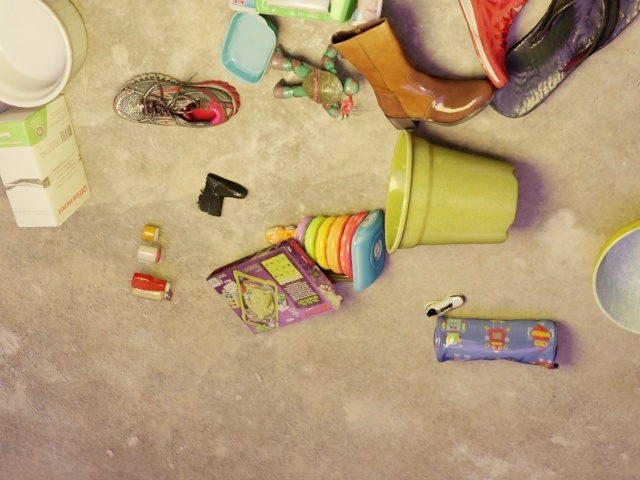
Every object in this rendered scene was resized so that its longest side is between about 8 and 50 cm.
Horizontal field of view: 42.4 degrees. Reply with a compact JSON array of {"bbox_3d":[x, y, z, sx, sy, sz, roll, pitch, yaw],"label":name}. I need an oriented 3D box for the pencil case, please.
[{"bbox_3d":[0.434,0.250,2.040,0.306,0.133,0.119,2,77,12],"label":"pencil case"}]

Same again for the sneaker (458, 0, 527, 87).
[{"bbox_3d":[0.368,-0.430,1.669,0.128,0.087,0.221,-21,89,18],"label":"sneaker"}]

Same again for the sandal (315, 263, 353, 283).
[{"bbox_3d":[0.033,0.072,2.068,0.219,0.090,0.060,7,142,2],"label":"sandal"}]

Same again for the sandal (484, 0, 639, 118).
[{"bbox_3d":[0.505,-0.416,1.660,0.168,0.107,0.445,33,121,-6],"label":"sandal"}]

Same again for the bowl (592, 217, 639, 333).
[{"bbox_3d":[0.749,0.052,1.834,0.290,0.156,0.289,6,119,11],"label":"bowl"}]

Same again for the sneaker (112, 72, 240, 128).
[{"bbox_3d":[-0.344,-0.318,1.911,0.299,0.112,0.120,0,118,14],"label":"sneaker"}]

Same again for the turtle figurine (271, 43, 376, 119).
[{"bbox_3d":[0.009,-0.350,1.813,0.234,0.118,0.175,12,110,18],"label":"turtle figurine"}]

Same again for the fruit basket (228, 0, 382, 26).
[{"bbox_3d":[-0.021,-0.617,1.643,0.327,0.165,0.353,10,117,8],"label":"fruit basket"}]

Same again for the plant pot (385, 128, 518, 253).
[{"bbox_3d":[0.289,-0.093,1.821,0.254,0.276,0.276,7,120,-3],"label":"plant pot"}]

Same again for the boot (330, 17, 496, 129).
[{"bbox_3d":[0.197,-0.361,1.706,0.264,0.096,0.280,1,145,40],"label":"boot"}]

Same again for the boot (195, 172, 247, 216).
[{"bbox_3d":[-0.246,-0.103,2.045,0.121,0.045,0.099,25,119,7],"label":"boot"}]

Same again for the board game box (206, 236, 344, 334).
[{"bbox_3d":[-0.120,0.121,2.066,0.347,0.056,0.208,-21,110,47],"label":"board game box"}]

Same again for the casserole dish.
[{"bbox_3d":[-0.155,-0.430,1.824,0.114,0.037,0.188,32,138,2],"label":"casserole dish"}]

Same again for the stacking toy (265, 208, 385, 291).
[{"bbox_3d":[0.000,0.000,2.003,0.302,0.175,0.165,9,122,24],"label":"stacking toy"}]

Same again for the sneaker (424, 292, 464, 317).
[{"bbox_3d":[0.310,0.167,2.065,0.109,0.043,0.040,-23,109,22],"label":"sneaker"}]

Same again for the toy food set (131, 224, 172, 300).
[{"bbox_3d":[-0.428,0.078,2.153,0.105,0.111,0.232,13,120,-8],"label":"toy food set"}]

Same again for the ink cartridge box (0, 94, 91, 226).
[{"bbox_3d":[-0.680,-0.193,2.007,0.115,0.198,0.272,-1,118,14],"label":"ink cartridge box"}]

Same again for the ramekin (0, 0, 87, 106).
[{"bbox_3d":[-0.675,-0.460,1.896,0.277,0.135,0.277,6,120,10],"label":"ramekin"}]
